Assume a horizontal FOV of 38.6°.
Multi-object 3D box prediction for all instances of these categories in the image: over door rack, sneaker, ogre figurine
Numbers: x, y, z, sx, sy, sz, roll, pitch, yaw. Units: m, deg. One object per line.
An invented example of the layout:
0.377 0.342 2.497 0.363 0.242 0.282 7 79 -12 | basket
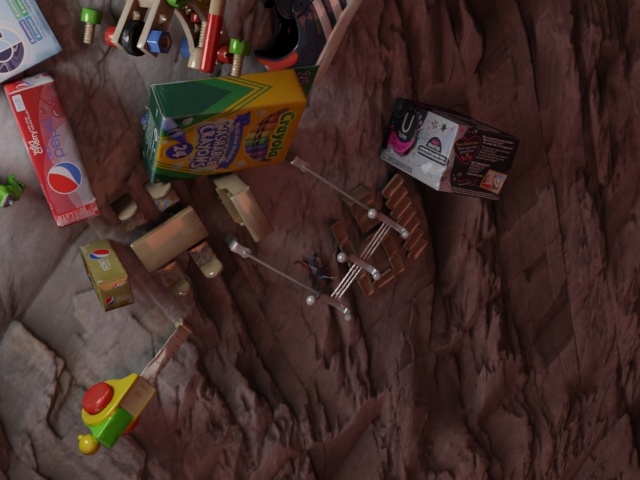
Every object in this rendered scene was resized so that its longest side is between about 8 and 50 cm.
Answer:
0.000 0.000 1.877 0.324 0.108 0.239 33 97 -20 | over door rack
-0.013 -0.461 1.698 0.148 0.131 0.350 15 104 -34 | sneaker
-0.602 -0.108 1.573 0.097 0.118 0.197 -44 122 -3 | ogre figurine

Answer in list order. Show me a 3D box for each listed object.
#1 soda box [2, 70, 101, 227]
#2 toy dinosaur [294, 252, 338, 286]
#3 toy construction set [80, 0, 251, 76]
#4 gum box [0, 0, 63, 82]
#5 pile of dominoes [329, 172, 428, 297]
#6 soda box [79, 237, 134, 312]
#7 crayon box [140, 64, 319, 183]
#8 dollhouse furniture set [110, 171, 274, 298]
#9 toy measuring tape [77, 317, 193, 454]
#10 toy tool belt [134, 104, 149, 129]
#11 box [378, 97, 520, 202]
-0.476 -0.160 1.626 0.083 0.092 0.263 -21 118 -17 | soda box
-0.005 0.068 1.995 0.090 0.047 0.082 -3 127 11 | toy dinosaur
-0.219 -0.415 1.536 0.257 0.309 0.237 3 105 -35 | toy construction set
-0.556 -0.350 1.538 0.184 0.041 0.157 -32 121 -12 | gum box
0.129 -0.017 2.026 0.196 0.040 0.251 -35 130 -9 | pile of dominoes
-0.400 0.062 1.704 0.058 0.181 0.061 -18 118 -18 | soda box
-0.158 -0.215 1.698 0.323 0.083 0.203 -12 154 -23 | crayon box
-0.239 -0.022 1.758 0.242 0.161 0.212 -34 122 -9 | dollhouse furniture set
-0.392 0.292 1.876 0.121 0.121 0.330 49 64 -32 | toy measuring tape
-0.305 -0.240 1.698 0.051 0.052 0.083 31 114 -27 | toy tool belt
0.257 -0.191 1.874 0.163 0.247 0.142 9 105 -29 | box
